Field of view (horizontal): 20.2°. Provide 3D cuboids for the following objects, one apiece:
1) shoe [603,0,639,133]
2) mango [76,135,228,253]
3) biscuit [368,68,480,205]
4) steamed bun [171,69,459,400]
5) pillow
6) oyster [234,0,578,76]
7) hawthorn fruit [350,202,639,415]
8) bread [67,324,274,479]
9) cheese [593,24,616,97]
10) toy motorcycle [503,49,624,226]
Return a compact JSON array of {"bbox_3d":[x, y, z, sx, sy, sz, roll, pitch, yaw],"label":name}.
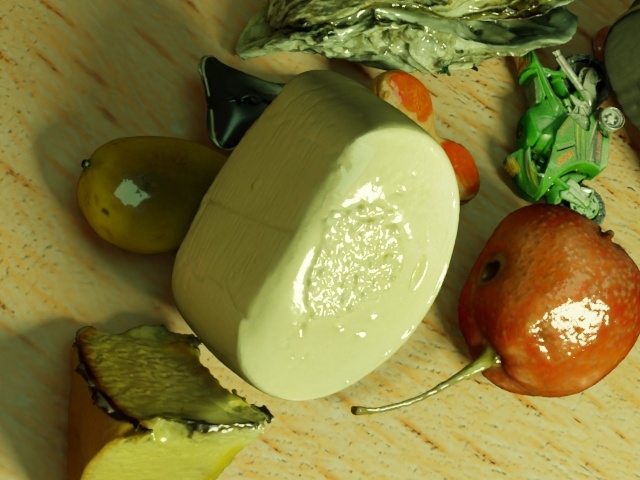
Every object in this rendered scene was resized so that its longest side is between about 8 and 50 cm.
[{"bbox_3d":[0.391,-0.122,1.763,0.336,0.132,0.171,54,33,-23],"label":"shoe"},{"bbox_3d":[-0.129,-0.039,1.528,0.161,0.076,0.103,-1,67,-28],"label":"mango"},{"bbox_3d":[0.038,-0.026,1.596,0.250,0.036,0.165,-45,107,-23],"label":"biscuit"},{"bbox_3d":[0.000,0.000,1.456,0.155,0.200,0.250,33,91,-32],"label":"steamed bun"},{"bbox_3d":[-0.049,-0.112,1.598,0.136,0.055,0.091,11,33,-38],"label":"pillow"},{"bbox_3d":[0.085,-0.226,1.670,0.351,0.162,0.158,-15,121,-21],"label":"oyster"},{"bbox_3d":[0.160,0.092,1.578,0.285,0.165,0.165,-40,91,-21],"label":"hawthorn fruit"},{"bbox_3d":[-0.126,0.128,1.416,0.140,0.160,0.169,3,70,-23],"label":"bread"},{"bbox_3d":[0.390,-0.211,1.848,0.256,0.037,0.106,-22,82,-24],"label":"cheese"},{"bbox_3d":[0.228,-0.098,1.720,0.106,0.074,0.190,11,67,-11],"label":"toy motorcycle"}]
